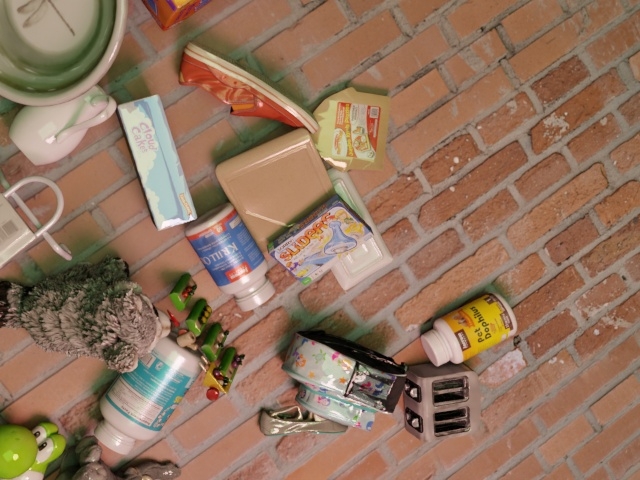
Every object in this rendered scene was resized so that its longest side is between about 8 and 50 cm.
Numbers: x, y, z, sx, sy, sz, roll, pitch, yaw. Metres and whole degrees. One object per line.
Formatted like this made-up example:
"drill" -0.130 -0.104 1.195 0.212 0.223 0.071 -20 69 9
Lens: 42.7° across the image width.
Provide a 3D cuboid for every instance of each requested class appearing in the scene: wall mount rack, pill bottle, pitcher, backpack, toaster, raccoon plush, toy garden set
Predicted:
"wall mount rack" -0.665 -0.020 1.594 0.350 0.130 0.304 -39 80 -8
"pill bottle" -0.376 0.327 1.769 0.146 0.146 0.264 36 89 -17
"pitcher" -0.511 -0.238 1.640 0.207 0.178 0.125 -41 129 -8
"pill bottle" -0.191 0.039 1.789 0.124 0.124 0.221 -34 104 -8
"pill bottle" 0.353 0.217 1.962 0.215 0.117 0.117 -26 103 -10
"backpack" 0.036 0.304 1.837 0.253 0.225 0.191 28 85 -13
"toaster" 0.296 0.384 1.975 0.185 0.110 0.168 -6 100 -14
"raccoon plush" -0.522 0.183 1.630 0.446 0.299 0.216 -15 102 -12
"toy garden set" -0.243 0.207 1.756 0.049 0.204 0.244 -25 105 15

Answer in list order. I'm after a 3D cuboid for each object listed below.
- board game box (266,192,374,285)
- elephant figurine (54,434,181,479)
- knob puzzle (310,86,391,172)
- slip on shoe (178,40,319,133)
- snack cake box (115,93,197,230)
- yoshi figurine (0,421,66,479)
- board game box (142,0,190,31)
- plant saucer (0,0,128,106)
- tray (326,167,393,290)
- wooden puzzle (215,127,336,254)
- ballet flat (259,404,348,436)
"board game box" 0.000 0.000 1.824 0.201 0.035 0.136 -37 126 15
"elephant figurine" -0.452 0.548 1.786 0.186 0.169 0.239 -33 124 21
"knob puzzle" 0.056 -0.251 1.863 0.213 0.030 0.213 -2 99 -15
"slip on shoe" -0.154 -0.310 1.762 0.331 0.123 0.101 26 105 -14
"snack cake box" -0.344 -0.164 1.705 0.089 0.152 0.264 -18 102 -12
"yoshi figurine" -0.704 0.501 1.686 0.362 0.203 0.203 -42 99 -9
"board game box" -0.247 -0.664 1.554 0.356 0.356 0.356 -37 105 -8
"plant saucer" -0.532 -0.463 1.592 0.400 0.100 0.400 3 100 18
"tray" 0.055 -0.029 1.894 0.145 0.030 0.270 -32 104 -10
"wooden puzzle" -0.086 -0.107 1.804 0.221 0.044 0.239 -23 116 5
"ballet flat" -0.036 0.419 1.912 0.213 0.072 0.068 1 93 -14
